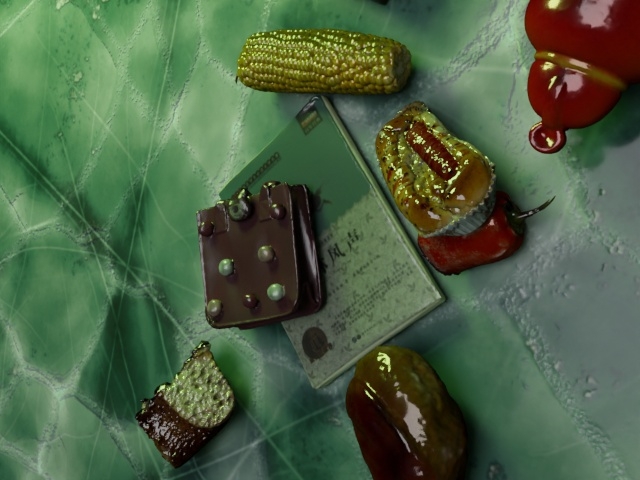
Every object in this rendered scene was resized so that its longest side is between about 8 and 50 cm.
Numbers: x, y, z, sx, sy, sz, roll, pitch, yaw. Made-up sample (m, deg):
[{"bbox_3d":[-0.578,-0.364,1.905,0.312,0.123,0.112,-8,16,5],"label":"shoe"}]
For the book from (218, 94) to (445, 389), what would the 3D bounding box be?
[{"bbox_3d":[0.000,0.000,1.142,0.264,0.031,0.379,-41,66,28],"label":"book"}]

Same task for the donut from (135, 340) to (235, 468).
[{"bbox_3d":[-0.214,0.279,1.239,0.187,0.144,0.126,-38,70,-5],"label":"donut"}]

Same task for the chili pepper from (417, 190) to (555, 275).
[{"bbox_3d":[0.219,-0.018,0.956,0.192,0.086,0.084,-27,44,41],"label":"chili pepper"}]

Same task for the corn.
[{"bbox_3d":[-0.008,-0.271,1.121,0.311,0.102,0.101,8,92,35],"label":"corn"}]

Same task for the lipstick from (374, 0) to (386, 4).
[{"bbox_3d":[-0.037,-0.473,1.163,0.371,0.080,0.076,37,107,30],"label":"lipstick"}]

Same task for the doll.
[{"bbox_3d":[0.329,-0.267,0.844,0.183,0.160,0.362,29,105,31],"label":"doll"}]

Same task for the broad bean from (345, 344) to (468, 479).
[{"bbox_3d":[0.115,0.253,0.997,0.156,0.122,0.228,-42,59,46],"label":"broad bean"}]

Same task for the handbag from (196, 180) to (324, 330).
[{"bbox_3d":[-0.101,0.024,1.151,0.203,0.074,0.216,-14,80,36],"label":"handbag"}]

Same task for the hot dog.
[{"bbox_3d":[0.142,-0.096,0.973,0.131,0.069,0.252,-44,37,15],"label":"hot dog"}]
